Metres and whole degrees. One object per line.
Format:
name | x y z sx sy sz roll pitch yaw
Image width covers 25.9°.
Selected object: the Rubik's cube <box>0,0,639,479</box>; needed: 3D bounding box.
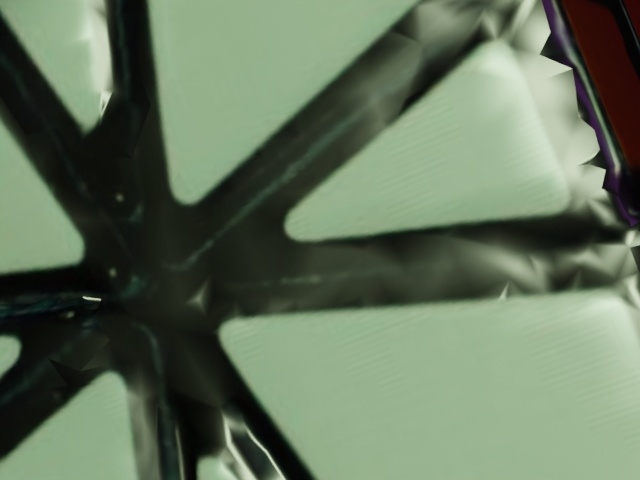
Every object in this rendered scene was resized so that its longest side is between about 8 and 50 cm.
Rubik's cube | 0.000 0.000 0.504 0.283 0.288 0.293 -5 76 -65
